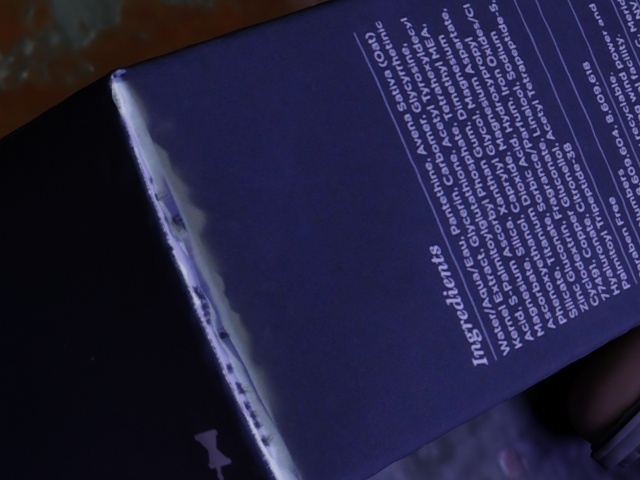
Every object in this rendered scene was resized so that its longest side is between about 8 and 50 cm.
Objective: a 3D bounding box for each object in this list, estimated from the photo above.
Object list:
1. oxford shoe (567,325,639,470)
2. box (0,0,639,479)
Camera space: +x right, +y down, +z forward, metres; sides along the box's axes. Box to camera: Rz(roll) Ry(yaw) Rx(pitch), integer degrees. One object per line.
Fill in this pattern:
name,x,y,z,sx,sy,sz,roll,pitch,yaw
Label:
oxford shoe,0.123,-0.021,0.710,0.096,0.083,0.227,28,58,-4
box,0.000,0.000,0.540,0.207,0.153,0.108,-23,90,-42
